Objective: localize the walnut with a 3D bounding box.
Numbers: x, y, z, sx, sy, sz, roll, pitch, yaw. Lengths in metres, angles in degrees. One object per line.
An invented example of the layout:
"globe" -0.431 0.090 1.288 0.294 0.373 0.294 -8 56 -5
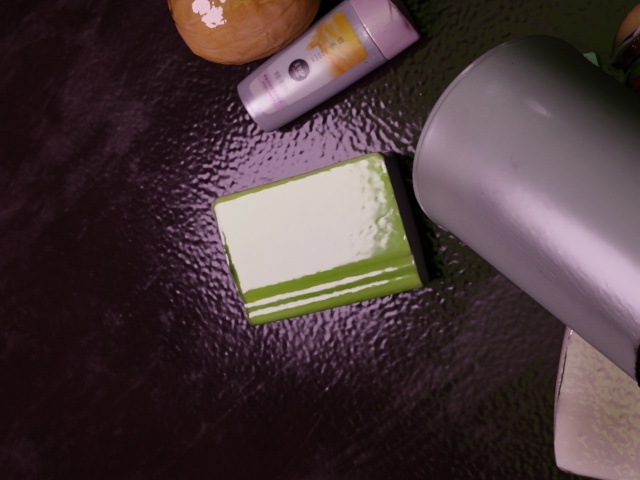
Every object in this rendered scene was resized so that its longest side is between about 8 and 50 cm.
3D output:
"walnut" -0.107 -0.354 1.290 0.222 0.195 0.195 -22 87 9

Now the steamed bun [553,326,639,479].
"steamed bun" 0.383 0.185 1.180 0.146 0.164 0.241 8 98 19

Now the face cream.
"face cream" 0.008 -0.265 1.320 0.269 0.073 0.107 -31 92 17

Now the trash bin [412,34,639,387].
"trash bin" 0.308 -0.050 1.063 0.280 0.280 0.432 -56 45 14

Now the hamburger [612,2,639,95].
"hamburger" 0.447 -0.241 1.131 0.175 0.175 0.137 -23 74 19

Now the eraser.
"eraser" 0.000 0.000 1.335 0.274 0.092 0.210 -17 90 18

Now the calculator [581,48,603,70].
"calculator" 0.302 -0.210 1.254 0.172 0.018 0.057 -15 88 20
